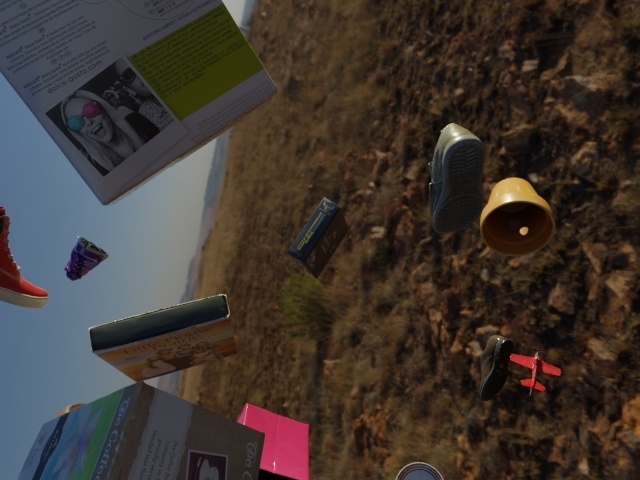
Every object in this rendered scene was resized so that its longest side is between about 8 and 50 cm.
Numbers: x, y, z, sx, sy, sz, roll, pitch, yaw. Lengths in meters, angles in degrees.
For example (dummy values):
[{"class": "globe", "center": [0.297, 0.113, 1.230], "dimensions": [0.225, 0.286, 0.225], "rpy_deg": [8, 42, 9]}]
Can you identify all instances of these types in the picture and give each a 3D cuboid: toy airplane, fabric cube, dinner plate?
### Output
[{"class": "toy airplane", "center": [0.640, 0.391, 1.546], "dimensions": [0.028, 0.151, 0.151], "rpy_deg": [83, -172, -56]}, {"class": "fabric cube", "center": [-0.197, 0.771, 1.759], "dimensions": [0.258, 0.258, 0.254], "rpy_deg": [-93, 27, -66]}, {"class": "dinner plate", "center": [0.276, 0.690, 1.425], "dimensions": [0.017, 0.141, 0.141], "rpy_deg": [70, -156, -63]}]

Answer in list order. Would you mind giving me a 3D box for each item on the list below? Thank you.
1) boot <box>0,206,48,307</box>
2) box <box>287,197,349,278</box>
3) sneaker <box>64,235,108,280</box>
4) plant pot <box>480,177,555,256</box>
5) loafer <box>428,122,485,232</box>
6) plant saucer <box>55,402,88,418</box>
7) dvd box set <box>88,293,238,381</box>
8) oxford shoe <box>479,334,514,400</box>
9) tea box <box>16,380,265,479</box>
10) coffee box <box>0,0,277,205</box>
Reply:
[{"class": "boot", "center": [-0.637, 0.033, 1.051], "dimensions": [0.244, 0.088, 0.177], "rpy_deg": [46, -123, -59]}, {"class": "box", "center": [0.000, 0.000, 1.459], "dimensions": [0.184, 0.059, 0.233], "rpy_deg": [-57, -15, -8]}, {"class": "sneaker", "center": [-0.478, 0.046, 1.038], "dimensions": [0.170, 0.068, 0.071], "rpy_deg": [-34, 25, 56]}, {"class": "plant pot", "center": [0.590, -0.089, 1.570], "dimensions": [0.188, 0.204, 0.205], "rpy_deg": [-73, 5, -49]}, {"class": "loafer", "center": [0.248, -0.110, 0.948], "dimensions": [0.251, 0.094, 0.088], "rpy_deg": [86, 176, -51]}, {"class": "plant saucer", "center": [-0.540, 0.431, 1.229], "dimensions": [0.029, 0.168, 0.168], "rpy_deg": [-66, 13, -3]}, {"class": "dvd box set", "center": [-0.371, 0.262, 1.320], "dimensions": [0.420, 0.307, 0.062], "rpy_deg": [106, 148, -65]}, {"class": "oxford shoe", "center": [0.577, 0.428, 1.738], "dimensions": [0.096, 0.082, 0.228], "rpy_deg": [26, 100, 64]}, {"class": "tea box", "center": [-0.274, 0.405, 0.675], "dimensions": [0.323, 0.220, 0.329], "rpy_deg": [-28, 39, 35]}, {"class": "coffee box", "center": [-0.336, -0.292, 0.914], "dimensions": [0.338, 0.335, 0.337], "rpy_deg": [-37, 15, -14]}]
